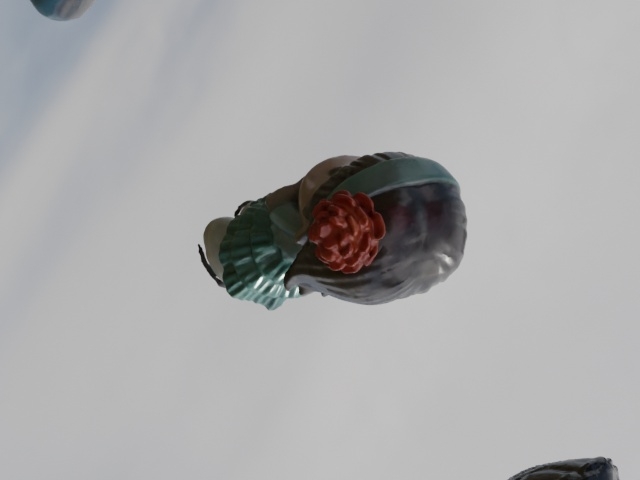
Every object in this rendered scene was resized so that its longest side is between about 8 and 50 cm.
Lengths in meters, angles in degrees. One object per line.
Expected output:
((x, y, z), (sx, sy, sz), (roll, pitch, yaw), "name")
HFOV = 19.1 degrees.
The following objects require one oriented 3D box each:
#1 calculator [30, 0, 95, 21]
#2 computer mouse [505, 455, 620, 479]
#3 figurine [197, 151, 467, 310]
((-0.165, -0.281, 1.352), (0.293, 0.051, 0.173), (-45, -116, 47), "calculator")
((0.118, 0.225, 1.296), (0.217, 0.073, 0.122), (-52, 159, -7), "computer mouse")
((0.000, 0.000, 1.375), (0.245, 0.138, 0.110), (-11, -76, 55), "figurine")
